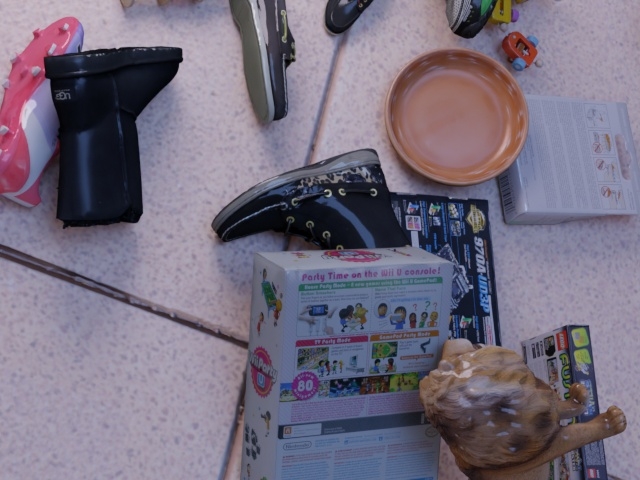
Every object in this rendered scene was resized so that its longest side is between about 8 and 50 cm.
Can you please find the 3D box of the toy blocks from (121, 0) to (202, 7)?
[{"bbox_3d":[-0.193,-0.366,1.769,0.148,0.054,0.123,-10,79,-27],"label":"toy blocks"}]

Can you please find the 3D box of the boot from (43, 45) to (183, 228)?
[{"bbox_3d":[-0.244,-0.128,1.650,0.246,0.094,0.207,-26,116,-63],"label":"boot"}]

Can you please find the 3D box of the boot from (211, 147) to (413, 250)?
[{"bbox_3d":[0.001,-0.001,1.707,0.236,0.085,0.179,-22,76,-18],"label":"boot"}]

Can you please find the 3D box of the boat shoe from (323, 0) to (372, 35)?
[{"bbox_3d":[0.048,-0.338,1.883,0.049,0.042,0.133,41,63,-11],"label":"boat shoe"}]

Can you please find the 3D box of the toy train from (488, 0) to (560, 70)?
[{"bbox_3d":[0.288,-0.328,1.993,0.125,0.046,0.166,37,62,-18],"label":"toy train"}]

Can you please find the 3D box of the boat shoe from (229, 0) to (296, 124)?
[{"bbox_3d":[-0.066,-0.261,1.782,0.068,0.081,0.228,-5,74,-22],"label":"boat shoe"}]

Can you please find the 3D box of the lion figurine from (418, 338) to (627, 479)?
[{"bbox_3d":[0.221,0.291,1.642,0.240,0.142,0.392,-10,118,-24],"label":"lion figurine"}]

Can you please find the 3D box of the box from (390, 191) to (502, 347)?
[{"bbox_3d":[0.145,0.048,1.804,0.175,0.051,0.220,3,73,-23],"label":"box"}]

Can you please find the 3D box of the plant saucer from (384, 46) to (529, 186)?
[{"bbox_3d":[0.184,-0.166,1.870,0.200,0.037,0.200,1,76,-5],"label":"plant saucer"}]

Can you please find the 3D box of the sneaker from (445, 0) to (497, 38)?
[{"bbox_3d":[0.163,-0.436,1.932,0.146,0.134,0.344,-6,68,-20],"label":"sneaker"}]

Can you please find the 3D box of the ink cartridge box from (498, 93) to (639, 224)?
[{"bbox_3d":[0.353,-0.115,1.957,0.224,0.056,0.181,1,74,-31],"label":"ink cartridge box"}]

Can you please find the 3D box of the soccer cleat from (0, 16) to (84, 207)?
[{"bbox_3d":[-0.335,-0.157,1.637,0.095,0.083,0.248,47,49,-41],"label":"soccer cleat"}]

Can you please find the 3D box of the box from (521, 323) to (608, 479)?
[{"bbox_3d":[0.320,0.223,1.798,0.036,0.114,0.207,3,74,-25],"label":"box"}]

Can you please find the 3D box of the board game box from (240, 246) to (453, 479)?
[{"bbox_3d":[0.031,0.166,1.621,0.224,0.097,0.303,-1,103,-26],"label":"board game box"}]
